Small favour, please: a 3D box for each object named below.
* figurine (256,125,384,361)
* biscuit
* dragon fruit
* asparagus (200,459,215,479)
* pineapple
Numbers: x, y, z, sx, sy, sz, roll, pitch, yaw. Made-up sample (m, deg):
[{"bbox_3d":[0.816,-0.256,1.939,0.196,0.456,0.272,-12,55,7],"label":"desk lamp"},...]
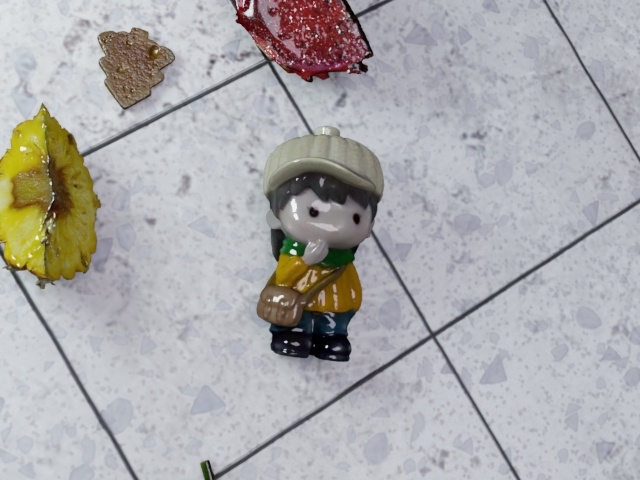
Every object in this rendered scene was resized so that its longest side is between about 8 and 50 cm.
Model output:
[{"bbox_3d":[-0.010,0.003,1.648,0.185,0.204,0.332,6,106,-18],"label":"figurine"},{"bbox_3d":[-0.283,-0.256,1.670,0.119,0.019,0.129,15,74,-15],"label":"biscuit"},{"bbox_3d":[-0.017,-0.346,1.713,0.189,0.163,0.261,-24,82,-54],"label":"dragon fruit"},{"bbox_3d":[-0.145,0.373,1.587,0.018,0.015,0.127,-18,85,-19],"label":"asparagus"},{"bbox_3d":[-0.398,-0.033,1.559,0.164,0.140,0.249,-22,66,20],"label":"pineapple"}]
